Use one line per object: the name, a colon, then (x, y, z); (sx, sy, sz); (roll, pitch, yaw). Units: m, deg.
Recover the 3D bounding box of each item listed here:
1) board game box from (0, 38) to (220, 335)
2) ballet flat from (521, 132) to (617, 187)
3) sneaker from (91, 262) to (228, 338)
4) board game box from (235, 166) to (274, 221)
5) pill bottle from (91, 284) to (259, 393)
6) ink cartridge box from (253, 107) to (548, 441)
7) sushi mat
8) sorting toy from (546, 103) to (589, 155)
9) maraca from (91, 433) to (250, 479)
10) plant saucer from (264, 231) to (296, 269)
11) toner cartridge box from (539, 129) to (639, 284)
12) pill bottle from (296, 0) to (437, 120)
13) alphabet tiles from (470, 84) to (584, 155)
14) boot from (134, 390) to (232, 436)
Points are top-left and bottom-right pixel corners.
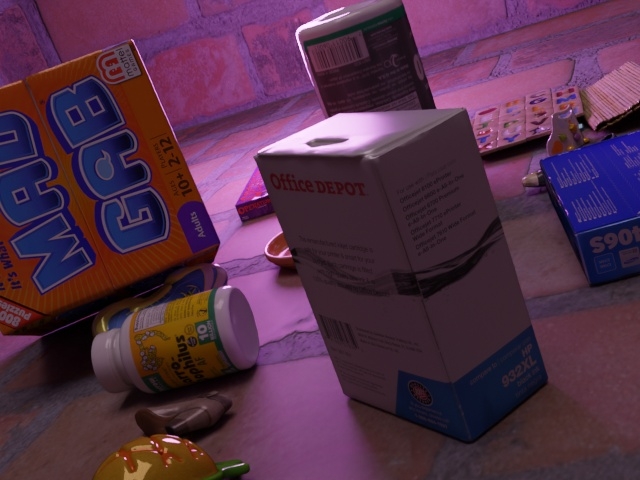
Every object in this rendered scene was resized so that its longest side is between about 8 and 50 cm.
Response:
board game box: (-0.406, -0.069, 1.535); (0.356, 0.356, 0.356); (-23, -2, -10)
ballet flat: (0.409, -0.127, 1.475); (0.173, 0.049, 0.057); (-21, 16, -1)
sneaker: (-0.230, 0.122, 1.416); (0.240, 0.091, 0.126); (-28, 37, -24)
board game box: (-0.068, -0.144, 2.071); (0.208, 0.056, 0.347); (-21, 17, 11)
pill bottle: (-0.199, 0.142, 1.226); (0.208, 0.117, 0.117); (-16, 18, 12)
ink cartridge box: (0.081, 0.026, 0.943); (0.129, 0.307, 0.223); (-30, 20, -27)
sushi mat: (0.570, -0.284, 1.740); (0.151, 0.019, 0.316); (-32, 12, 15)
sorting toy: (0.444, -0.203, 1.622); (0.083, 0.075, 0.045); (-30, 20, -28)
maraca: (-0.154, 0.245, 0.912); (0.127, 0.099, 0.186); (-6, -4, 32)
plant saucer: (0.000, 0.000, 1.570); (0.200, 0.037, 0.200); (-18, 18, 6)
toner cartridge box: (0.407, -0.057, 1.223); (0.165, 0.075, 0.348); (-17, 17, 13)
pill bottle: (0.106, -0.253, 1.670); (0.204, 0.361, 0.204); (-18, 18, 6)
alphabet tiles: (0.394, -0.245, 1.848); (0.285, 0.011, 0.342); (-17, 17, 19)
boot: (-0.167, 0.213, 1.116); (0.087, 0.042, 0.118); (-25, 18, -37)
